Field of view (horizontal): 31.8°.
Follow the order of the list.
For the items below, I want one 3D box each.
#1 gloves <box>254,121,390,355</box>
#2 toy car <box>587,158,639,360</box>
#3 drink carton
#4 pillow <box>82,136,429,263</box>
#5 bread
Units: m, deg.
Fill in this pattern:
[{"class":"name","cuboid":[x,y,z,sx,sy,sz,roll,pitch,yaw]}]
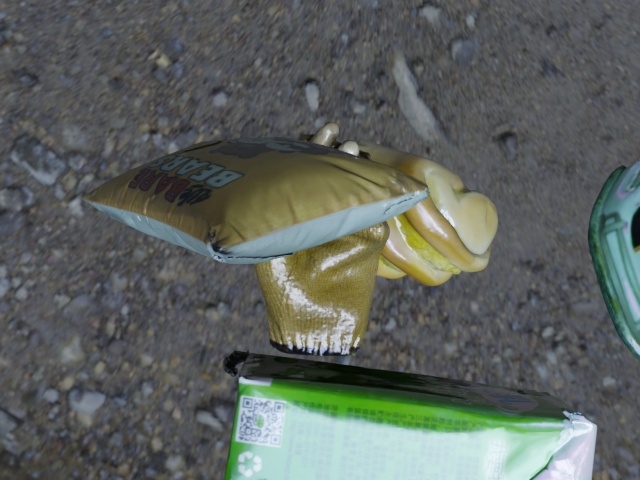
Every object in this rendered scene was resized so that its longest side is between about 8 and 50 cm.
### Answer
[{"class":"gloves","cuboid":[-0.003,0.002,1.627,0.203,0.155,0.356,3,112,-9]},{"class":"toy car","cuboid":[0.303,-0.007,0.614,0.306,0.125,0.136,-6,70,-19]},{"class":"drink carton","cuboid":[0.056,0.156,0.846,0.271,0.161,0.108,6,91,-1]},{"class":"pillow","cuboid":[-0.079,-0.054,1.334,0.312,0.310,0.119,-17,114,-36]},{"class":"bread","cuboid":[0.166,-0.027,1.968,0.270,0.316,0.211,21,86,35]}]
